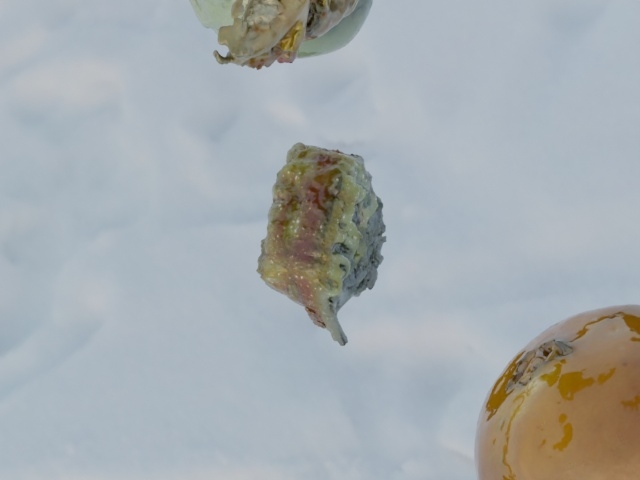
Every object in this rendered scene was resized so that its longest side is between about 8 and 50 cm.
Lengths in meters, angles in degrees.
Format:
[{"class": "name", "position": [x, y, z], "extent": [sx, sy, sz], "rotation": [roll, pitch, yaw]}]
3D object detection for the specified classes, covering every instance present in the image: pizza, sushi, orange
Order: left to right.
[{"class": "pizza", "position": [-0.008, -0.237, 1.211], "extent": [0.071, 0.189, 0.297], "rotation": [32, 29, 9]}, {"class": "sushi", "position": [0.000, 0.000, 1.915], "extent": [0.139, 0.184, 0.274], "rotation": [9, 72, 26]}, {"class": "orange", "position": [0.304, 0.213, 1.317], "extent": [0.312, 0.312, 0.312], "rotation": [-17, 46, 19]}]

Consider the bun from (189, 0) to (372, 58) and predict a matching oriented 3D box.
[{"class": "bun", "position": [-0.081, -0.340, 1.711], "extent": [0.187, 0.293, 0.293], "rotation": [-37, 36, 38]}]
